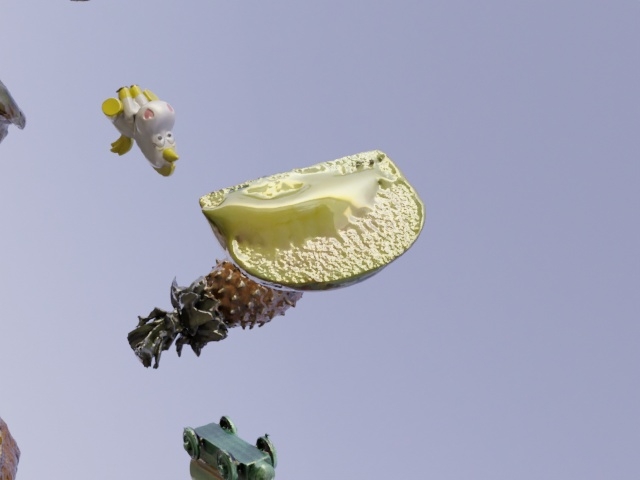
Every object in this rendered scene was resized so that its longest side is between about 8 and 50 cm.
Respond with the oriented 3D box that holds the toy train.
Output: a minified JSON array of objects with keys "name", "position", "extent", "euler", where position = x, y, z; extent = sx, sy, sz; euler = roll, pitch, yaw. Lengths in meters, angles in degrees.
[{"name":"toy train","position":[-0.168,0.444,1.734],"extent":[0.285,0.116,0.177],"euler":[9,-70,56]}]

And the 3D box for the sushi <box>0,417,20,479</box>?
[{"name":"sushi","position":[-0.557,0.343,1.431],"extent":[0.167,0.296,0.179],"euler":[-34,-74,1]}]

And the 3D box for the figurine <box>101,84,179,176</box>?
[{"name":"figurine","position":[-0.293,-0.186,1.557],"extent":[0.178,0.109,0.129],"euler":[30,-58,32]}]

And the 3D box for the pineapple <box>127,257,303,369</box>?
[{"name":"pineapple","position":[-0.188,0.111,1.562],"extent":[0.170,0.310,0.141],"euler":[53,-11,42]}]

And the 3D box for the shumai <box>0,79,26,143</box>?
[{"name":"shumai","position":[-0.402,-0.155,0.941],"extent":[0.201,0.120,0.201],"euler":[45,-11,11]}]

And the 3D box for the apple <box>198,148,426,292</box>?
[{"name":"apple","position":[0.000,0.000,1.147],"extent":[0.120,0.265,0.193],"euler":[87,-17,-50]}]
